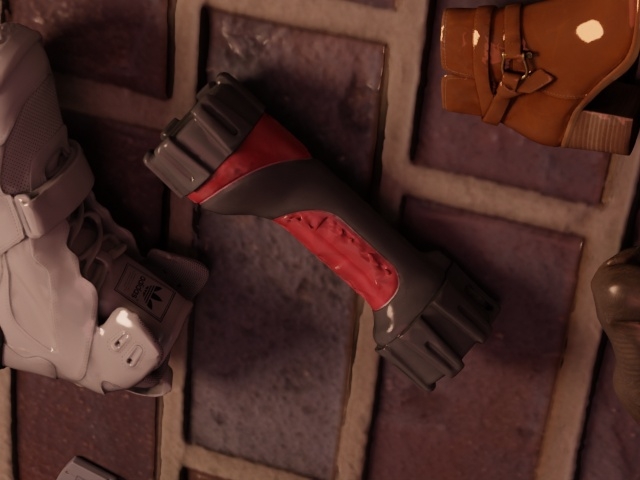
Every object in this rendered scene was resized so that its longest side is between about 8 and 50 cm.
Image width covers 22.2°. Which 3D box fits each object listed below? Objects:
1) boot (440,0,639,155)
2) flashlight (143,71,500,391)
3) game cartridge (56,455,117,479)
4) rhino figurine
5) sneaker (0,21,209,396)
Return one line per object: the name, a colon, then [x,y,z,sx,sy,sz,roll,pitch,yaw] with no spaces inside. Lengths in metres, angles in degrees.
boot: [0.163,-0.154,1.175,0.152,0.073,0.197,15,124,16]
flashlight: [0.000,0.000,1.319,0.304,0.103,0.103,44,125,-10]
game cartridge: [-0.240,0.253,1.637,0.056,0.017,0.083,26,128,-2]
rhino figurine: [0.283,0.102,1.301,0.106,0.073,0.243,-7,121,20]
sneaker: [-0.203,-0.010,1.374,0.210,0.137,0.365,18,132,8]
